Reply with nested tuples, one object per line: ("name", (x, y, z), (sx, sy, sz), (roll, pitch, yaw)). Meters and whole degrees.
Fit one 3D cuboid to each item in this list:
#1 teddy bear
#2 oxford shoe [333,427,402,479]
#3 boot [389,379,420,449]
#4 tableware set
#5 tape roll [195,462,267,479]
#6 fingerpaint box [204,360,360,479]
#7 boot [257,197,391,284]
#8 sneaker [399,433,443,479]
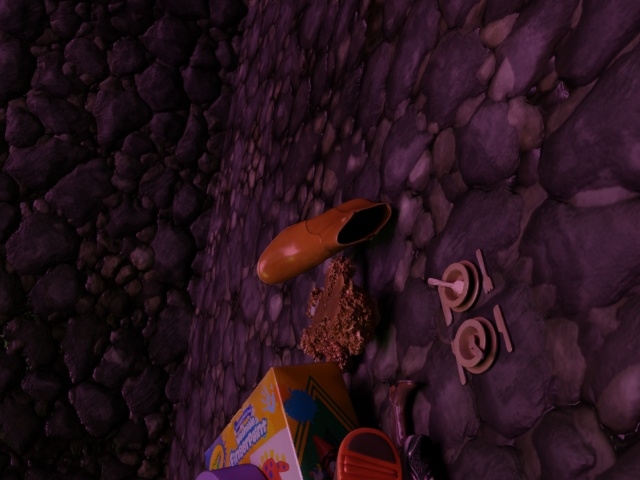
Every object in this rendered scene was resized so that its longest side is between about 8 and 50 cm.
("teddy bear", (0.044, 0.167, 1.326), (0.338, 0.113, 0.245), (121, 157, -54))
("oxford shoe", (0.068, 0.480, 0.926), (0.132, 0.130, 0.363), (104, 175, -53))
("boot", (0.148, 0.306, 1.076), (0.106, 0.037, 0.114), (117, 159, -62))
("tableware set", (0.226, 0.117, 0.981), (0.128, 0.039, 0.194), (126, 147, -44))
("tape roll", (-0.162, 0.570, 1.161), (0.275, 0.090, 0.274), (-5, 84, 59))
("fingerpaint box", (-0.064, 0.513, 1.246), (0.444, 0.163, 0.371), (-56, 43, 42))
("boot", (0.001, 0.000, 1.306), (0.295, 0.104, 0.211), (-35, 10, -9))
("sneaker", (0.175, 0.394, 0.959), (0.077, 0.072, 0.178), (-23, 60, 42))
